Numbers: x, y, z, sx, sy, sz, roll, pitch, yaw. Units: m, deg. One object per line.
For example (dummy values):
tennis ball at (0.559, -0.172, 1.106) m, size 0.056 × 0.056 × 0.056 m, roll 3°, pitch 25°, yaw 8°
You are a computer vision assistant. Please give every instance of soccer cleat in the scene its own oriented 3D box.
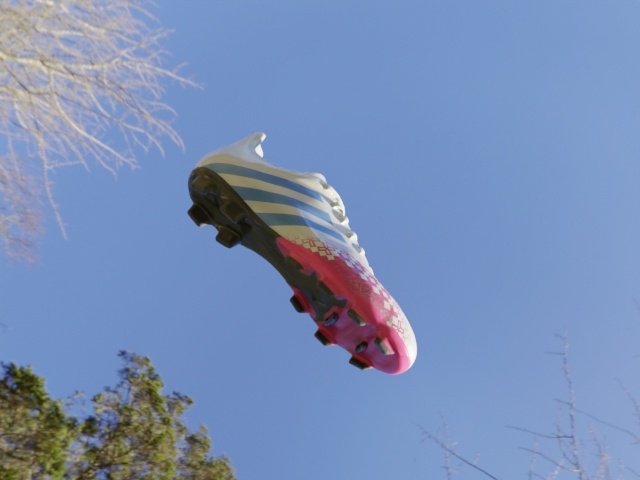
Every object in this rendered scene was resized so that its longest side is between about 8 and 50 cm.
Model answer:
soccer cleat at (0.000, 0.000, 0.742) m, size 0.331 × 0.116 × 0.143 m, roll 42°, pitch -122°, yaw 9°
